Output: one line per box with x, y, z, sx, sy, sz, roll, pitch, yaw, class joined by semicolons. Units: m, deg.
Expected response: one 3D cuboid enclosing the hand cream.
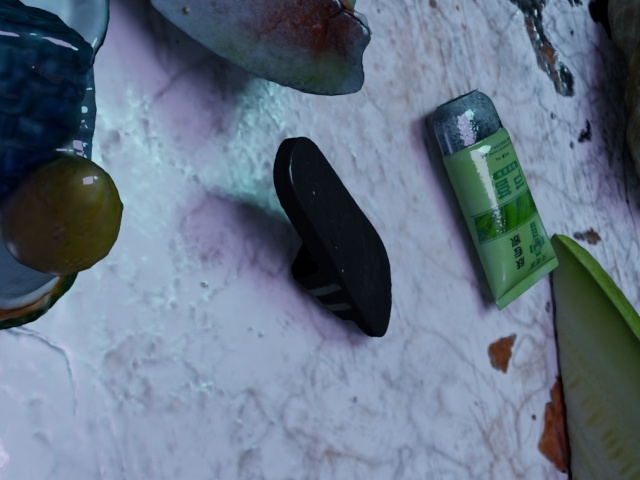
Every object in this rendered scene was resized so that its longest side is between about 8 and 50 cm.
0.147;-0.039;0.808;0.095;0.046;0.175;-30;99;-40;hand cream

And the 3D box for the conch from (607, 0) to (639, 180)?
0.423;-0.187;0.961;0.297;0.210;0.352;-2;82;-52;conch

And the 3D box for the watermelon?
-0.013;-0.272;0.640;0.320;0.213;0.289;51;52;-2;watermelon

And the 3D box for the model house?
-0.163;-0.095;0.444;0.184;0.291;0.253;10;74;-30;model house

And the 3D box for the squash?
0.260;0.165;0.854;0.111;0.203;0.289;6;41;-35;squash

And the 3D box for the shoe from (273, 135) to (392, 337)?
0.000;0.000;0.686;0.179;0.049;0.071;57;38;-39;shoe
